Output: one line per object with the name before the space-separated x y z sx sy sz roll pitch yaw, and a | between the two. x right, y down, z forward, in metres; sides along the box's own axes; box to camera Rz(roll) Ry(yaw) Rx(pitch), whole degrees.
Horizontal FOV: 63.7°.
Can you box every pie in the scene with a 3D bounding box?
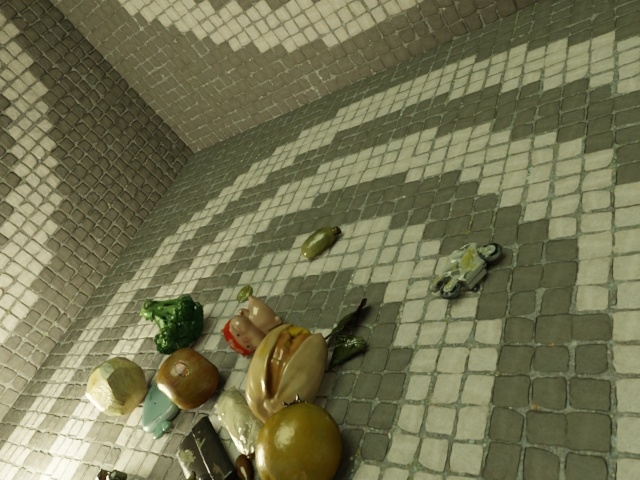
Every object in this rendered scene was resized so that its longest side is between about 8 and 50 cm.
pie | -0.322 0.225 2.185 0.084 0.021 0.084 -28 38 24

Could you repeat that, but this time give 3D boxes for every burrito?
burrito | -0.239 0.576 1.608 0.117 0.076 0.392 -54 31 -9

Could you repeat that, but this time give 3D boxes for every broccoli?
broccoli | -0.619 0.333 2.145 0.270 0.270 0.270 -58 10 17

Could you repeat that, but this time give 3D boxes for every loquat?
loquat | -0.058 0.527 1.325 0.244 0.244 0.244 -28 33 21

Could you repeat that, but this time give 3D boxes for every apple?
apple | -0.472 0.492 1.840 0.211 0.211 0.188 8 54 52

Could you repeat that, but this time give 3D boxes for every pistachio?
pistachio | -0.101 0.401 1.546 0.230 0.230 0.309 -8 49 43

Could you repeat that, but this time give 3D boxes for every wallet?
wallet | -0.367 0.695 1.608 0.170 0.044 0.321 -57 32 -4

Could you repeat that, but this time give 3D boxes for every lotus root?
lotus root | -0.001 -0.001 2.056 0.183 0.077 0.090 -38 32 9

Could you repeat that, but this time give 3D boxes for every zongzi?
zongzi | 0.082 0.345 1.565 0.109 0.055 0.119 -3 59 45

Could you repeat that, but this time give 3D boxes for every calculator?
calculator | -0.610 0.630 1.975 0.185 0.041 0.299 -38 30 5

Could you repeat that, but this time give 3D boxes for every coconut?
coconut | -0.827 0.582 2.090 0.237 0.237 0.197 -25 -7 25

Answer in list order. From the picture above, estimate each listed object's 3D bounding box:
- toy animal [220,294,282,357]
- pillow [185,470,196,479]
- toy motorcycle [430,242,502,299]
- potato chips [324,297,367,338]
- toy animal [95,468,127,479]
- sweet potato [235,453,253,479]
toy animal | -0.255 0.315 1.871 0.198 0.171 0.171 -49 32 -16
pillow | -0.412 0.821 1.489 0.208 0.052 0.212 -50 35 15
toy motorcycle | 0.417 0.077 1.507 0.228 0.074 0.151 -44 29 -1
potato chips | 0.072 0.263 1.648 0.209 0.026 0.142 -43 -2 16
toy animal | -0.723 0.899 1.711 0.168 0.106 0.343 -37 24 20
sweet potato | -0.219 0.670 1.489 0.049 0.049 0.117 -42 28 -2
